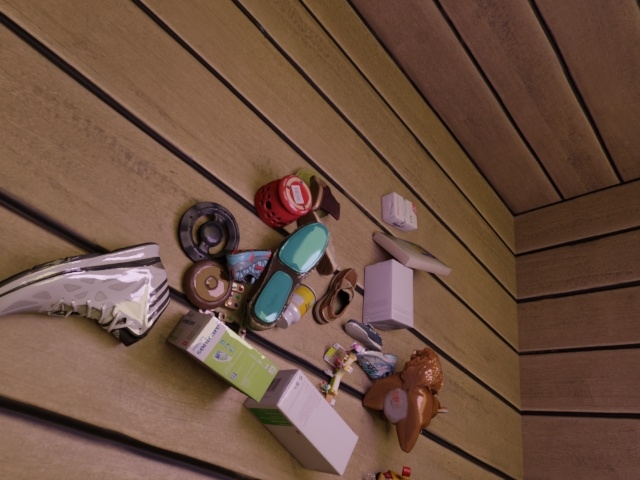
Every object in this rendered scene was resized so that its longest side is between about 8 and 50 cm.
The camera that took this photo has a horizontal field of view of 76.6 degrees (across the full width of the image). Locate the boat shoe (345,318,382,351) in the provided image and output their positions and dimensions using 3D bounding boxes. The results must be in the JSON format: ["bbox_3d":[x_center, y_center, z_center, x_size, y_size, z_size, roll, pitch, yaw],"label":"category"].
[{"bbox_3d":[0.202,0.413,1.824,0.254,0.095,0.079,41,51,-30],"label":"boat shoe"}]

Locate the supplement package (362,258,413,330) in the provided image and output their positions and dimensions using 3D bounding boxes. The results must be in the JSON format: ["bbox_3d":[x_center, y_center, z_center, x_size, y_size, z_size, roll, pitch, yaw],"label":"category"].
[{"bbox_3d":[0.328,0.266,1.949,0.175,0.177,0.293,27,58,-37],"label":"supplement package"}]

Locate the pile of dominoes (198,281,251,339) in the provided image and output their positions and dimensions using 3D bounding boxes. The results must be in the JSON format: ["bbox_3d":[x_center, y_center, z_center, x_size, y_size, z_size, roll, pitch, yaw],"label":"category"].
[{"bbox_3d":[-0.322,0.265,1.376,0.196,0.040,0.251,27,56,-37],"label":"pile of dominoes"}]

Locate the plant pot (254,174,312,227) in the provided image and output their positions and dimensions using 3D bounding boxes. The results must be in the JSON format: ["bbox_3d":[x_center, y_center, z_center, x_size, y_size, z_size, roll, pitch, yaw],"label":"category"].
[{"bbox_3d":[-0.139,-0.161,1.633,0.191,0.174,0.191,21,60,-42],"label":"plant pot"}]

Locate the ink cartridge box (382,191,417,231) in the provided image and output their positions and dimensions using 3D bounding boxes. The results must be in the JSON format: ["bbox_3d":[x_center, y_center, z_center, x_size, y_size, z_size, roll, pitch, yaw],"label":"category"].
[{"bbox_3d":[0.448,-0.158,2.301,0.217,0.092,0.159,23,59,-41],"label":"ink cartridge box"}]

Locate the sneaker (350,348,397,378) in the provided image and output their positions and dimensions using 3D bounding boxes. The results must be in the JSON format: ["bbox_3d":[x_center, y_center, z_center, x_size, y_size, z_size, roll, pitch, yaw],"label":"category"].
[{"bbox_3d":[0.240,0.554,1.804,0.283,0.110,0.122,23,68,-35],"label":"sneaker"}]

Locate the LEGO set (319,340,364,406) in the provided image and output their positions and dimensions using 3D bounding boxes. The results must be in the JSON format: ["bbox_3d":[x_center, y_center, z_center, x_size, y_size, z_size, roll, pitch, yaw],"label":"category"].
[{"bbox_3d":[0.054,0.521,1.626,0.107,0.132,0.287,38,72,-8],"label":"LEGO set"}]

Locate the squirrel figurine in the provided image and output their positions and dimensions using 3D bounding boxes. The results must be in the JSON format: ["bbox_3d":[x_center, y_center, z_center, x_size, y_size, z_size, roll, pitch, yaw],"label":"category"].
[{"bbox_3d":[0.442,0.678,1.784,0.370,0.281,0.397,27,92,-45],"label":"squirrel figurine"}]

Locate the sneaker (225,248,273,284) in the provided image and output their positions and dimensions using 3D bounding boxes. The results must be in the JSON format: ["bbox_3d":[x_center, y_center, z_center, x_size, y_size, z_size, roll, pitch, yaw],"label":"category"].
[{"bbox_3d":[-0.257,0.094,1.455,0.262,0.104,0.125,2,90,-67],"label":"sneaker"}]

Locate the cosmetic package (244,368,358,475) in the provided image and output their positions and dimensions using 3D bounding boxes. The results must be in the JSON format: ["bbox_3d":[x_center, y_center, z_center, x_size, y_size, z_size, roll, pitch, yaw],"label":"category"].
[{"bbox_3d":[-0.060,0.623,1.398,0.366,0.197,0.155,53,45,-15],"label":"cosmetic package"}]

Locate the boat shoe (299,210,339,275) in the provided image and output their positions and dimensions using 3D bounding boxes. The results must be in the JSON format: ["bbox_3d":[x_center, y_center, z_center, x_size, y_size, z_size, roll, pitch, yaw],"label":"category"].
[{"bbox_3d":[0.000,0.000,1.770,0.098,0.109,0.302,-31,100,-56],"label":"boat shoe"}]

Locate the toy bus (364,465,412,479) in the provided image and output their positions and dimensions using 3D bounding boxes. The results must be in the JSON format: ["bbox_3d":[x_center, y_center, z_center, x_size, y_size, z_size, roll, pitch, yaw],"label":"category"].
[{"bbox_3d":[0.293,1.013,1.681,0.104,0.190,0.202,113,-41,-88],"label":"toy bus"}]

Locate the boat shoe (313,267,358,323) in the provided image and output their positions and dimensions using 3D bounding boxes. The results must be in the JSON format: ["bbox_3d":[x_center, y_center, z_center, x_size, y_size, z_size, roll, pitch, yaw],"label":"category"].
[{"bbox_3d":[0.096,0.239,1.761,0.123,0.119,0.324,54,45,-17],"label":"boat shoe"}]

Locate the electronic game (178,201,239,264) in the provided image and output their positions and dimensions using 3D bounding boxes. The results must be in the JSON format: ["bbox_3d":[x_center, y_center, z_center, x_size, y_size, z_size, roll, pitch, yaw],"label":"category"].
[{"bbox_3d":[-0.383,-0.022,1.415,0.229,0.048,0.229,9,77,-42],"label":"electronic game"}]

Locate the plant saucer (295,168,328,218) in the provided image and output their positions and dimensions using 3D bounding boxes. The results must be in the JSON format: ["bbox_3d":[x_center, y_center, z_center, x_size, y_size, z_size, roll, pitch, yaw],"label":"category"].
[{"bbox_3d":[-0.044,-0.207,1.848,0.241,0.037,0.241,20,61,-40],"label":"plant saucer"}]

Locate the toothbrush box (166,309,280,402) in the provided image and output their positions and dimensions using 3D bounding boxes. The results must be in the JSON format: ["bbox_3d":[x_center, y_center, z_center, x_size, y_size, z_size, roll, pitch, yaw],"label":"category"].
[{"bbox_3d":[-0.296,0.346,1.234,0.283,0.206,0.122,48,62,-24],"label":"toothbrush box"}]

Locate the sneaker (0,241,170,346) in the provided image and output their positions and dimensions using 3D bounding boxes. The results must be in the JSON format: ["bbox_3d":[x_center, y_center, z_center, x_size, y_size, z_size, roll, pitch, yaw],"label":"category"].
[{"bbox_3d":[-0.582,0.171,1.045,0.447,0.169,0.258,-19,87,-50],"label":"sneaker"}]

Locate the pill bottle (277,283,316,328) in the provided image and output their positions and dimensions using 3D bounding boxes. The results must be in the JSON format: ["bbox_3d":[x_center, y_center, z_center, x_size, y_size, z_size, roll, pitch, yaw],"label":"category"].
[{"bbox_3d":[-0.102,0.254,1.561,0.184,0.103,0.103,-43,107,-45],"label":"pill bottle"}]

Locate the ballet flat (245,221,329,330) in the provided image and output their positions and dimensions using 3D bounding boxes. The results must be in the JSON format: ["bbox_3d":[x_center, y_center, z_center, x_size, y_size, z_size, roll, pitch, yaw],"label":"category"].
[{"bbox_3d":[-0.137,0.128,1.516,0.164,0.182,0.483,37,59,-9],"label":"ballet flat"}]

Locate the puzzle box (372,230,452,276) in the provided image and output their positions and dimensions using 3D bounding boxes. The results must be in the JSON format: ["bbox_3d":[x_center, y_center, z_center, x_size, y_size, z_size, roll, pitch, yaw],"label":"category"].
[{"bbox_3d":[0.495,0.075,2.164,0.408,0.052,0.272,15,20,-41],"label":"puzzle box"}]

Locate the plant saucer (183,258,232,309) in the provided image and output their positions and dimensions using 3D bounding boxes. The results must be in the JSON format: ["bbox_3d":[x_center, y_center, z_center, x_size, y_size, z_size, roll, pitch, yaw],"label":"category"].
[{"bbox_3d":[-0.365,0.143,1.344,0.168,0.029,0.169,10,72,-33],"label":"plant saucer"}]

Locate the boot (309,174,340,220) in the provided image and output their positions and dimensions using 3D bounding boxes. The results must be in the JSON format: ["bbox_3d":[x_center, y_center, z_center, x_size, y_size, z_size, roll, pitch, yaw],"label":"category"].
[{"bbox_3d":[0.026,-0.159,1.775,0.207,0.090,0.248,47,27,-30],"label":"boot"}]
